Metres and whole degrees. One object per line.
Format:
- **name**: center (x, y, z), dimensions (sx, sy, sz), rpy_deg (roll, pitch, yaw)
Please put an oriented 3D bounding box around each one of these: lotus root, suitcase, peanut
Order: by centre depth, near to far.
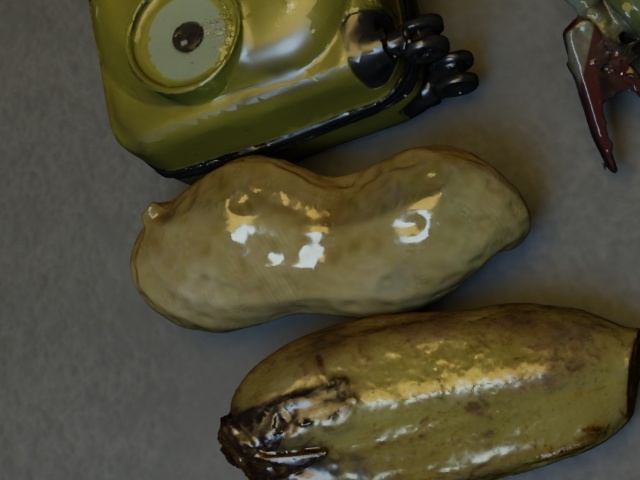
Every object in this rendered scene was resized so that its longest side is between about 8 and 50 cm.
- **lotus root**: center (0.066, 0.098, 0.916), dimensions (0.258, 0.097, 0.110), rpy_deg (-9, 106, 9)
- **peanut**: center (0.000, 0.000, 0.952), dimensions (0.263, 0.117, 0.101), rpy_deg (-4, 60, 19)
- **suitcase**: center (-0.039, -0.153, 0.983), dimensions (0.235, 0.143, 0.193), rpy_deg (-18, 73, 17)

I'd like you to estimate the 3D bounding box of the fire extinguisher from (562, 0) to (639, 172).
- **fire extinguisher**: center (0.270, -0.183, 0.902), dimensions (0.337, 0.106, 0.147), rpy_deg (-42, 92, 9)
